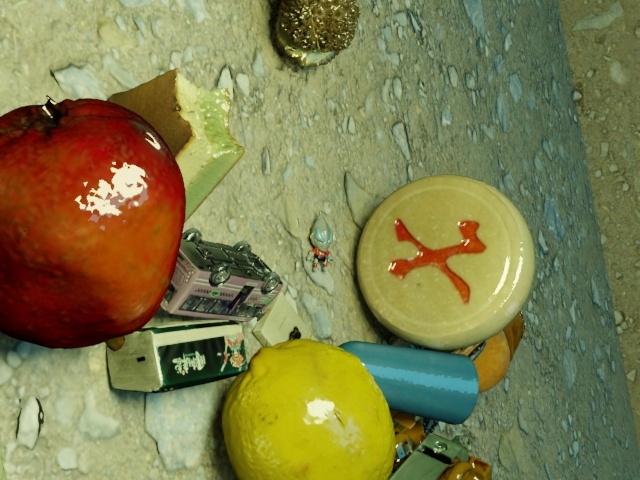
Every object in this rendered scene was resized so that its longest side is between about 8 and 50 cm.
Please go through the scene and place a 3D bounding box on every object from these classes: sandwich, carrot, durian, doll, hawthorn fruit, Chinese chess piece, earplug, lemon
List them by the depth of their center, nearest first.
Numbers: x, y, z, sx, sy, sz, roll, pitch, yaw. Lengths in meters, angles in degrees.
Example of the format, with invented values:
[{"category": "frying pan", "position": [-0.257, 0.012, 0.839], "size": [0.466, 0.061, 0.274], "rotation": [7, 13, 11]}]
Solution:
[{"category": "hawthorn fruit", "position": [-0.273, -0.005, 0.875], "size": [0.265, 0.265, 0.307], "rotation": [-55, 146, -45]}, {"category": "sandwich", "position": [-0.201, -0.102, 1.048], "size": [0.108, 0.186, 0.220], "rotation": [16, 70, -50]}, {"category": "lemon", "position": [-0.016, 0.283, 1.154], "size": [0.260, 0.260, 0.284], "rotation": [-17, 99, -55]}, {"category": "durian", "position": [-0.017, -0.411, 1.388], "size": [0.167, 0.196, 0.196], "rotation": [-14, 93, -36]}, {"category": "earplug", "position": [0.138, 0.250, 1.423], "size": [0.273, 0.132, 0.132], "rotation": [14, 67, -20]}, {"category": "doll", "position": [0.001, 0.000, 1.429], "size": [0.057, 0.039, 0.114], "rotation": [2, 88, -12]}, {"category": "Chinese chess piece", "position": [0.237, 0.041, 1.493], "size": [0.140, 0.338, 0.338], "rotation": [34, 53, -65]}, {"category": "carrot", "position": [0.358, 0.222, 1.783], "size": [0.254, 0.196, 0.196], "rotation": [-16, 95, -66]}]

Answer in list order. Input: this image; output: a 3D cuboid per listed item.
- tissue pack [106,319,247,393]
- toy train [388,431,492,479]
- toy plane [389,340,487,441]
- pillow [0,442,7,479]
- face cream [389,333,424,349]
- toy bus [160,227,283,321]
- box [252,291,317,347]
[{"category": "tissue pack", "position": [-0.193, 0.156, 1.062], "size": [0.170, 0.103, 0.090], "rotation": [3, 79, -54]}, {"category": "toy train", "position": [0.166, 0.490, 1.384], "size": [0.369, 0.163, 0.232], "rotation": [-36, 128, -38]}, {"category": "toy plane", "position": [0.244, 0.273, 1.599], "size": [0.316, 0.103, 0.204], "rotation": [-46, 122, -26]}, {"category": "pillow", "position": [-0.425, 0.288, 0.733], "size": [0.274, 0.076, 0.281], "rotation": [-13, 97, -49]}, {"category": "face cream", "position": [0.205, 0.166, 1.639], "size": [0.075, 0.075, 0.229], "rotation": [62, 38, -23]}, {"category": "toy bus", "position": [-0.151, 0.059, 1.132], "size": [0.108, 0.096, 0.199], "rotation": [-54, 147, 13]}, {"category": "box", "position": [-0.048, 0.177, 1.327], "size": [0.167, 0.024, 0.090], "rotation": [56, 41, -29]}]
